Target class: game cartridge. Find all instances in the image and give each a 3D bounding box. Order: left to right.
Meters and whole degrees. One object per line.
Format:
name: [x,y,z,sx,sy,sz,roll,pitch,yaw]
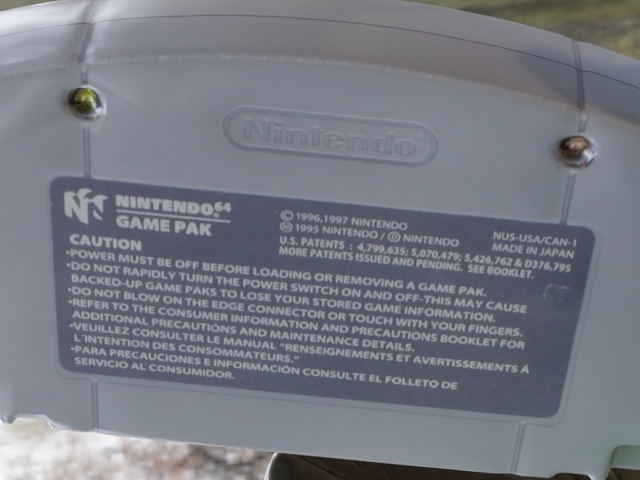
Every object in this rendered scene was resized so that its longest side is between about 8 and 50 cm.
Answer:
game cartridge: [0.000,0.000,0.616,0.060,0.294,0.196,-84,-1,-48]

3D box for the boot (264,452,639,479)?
boot: [0.086,0.264,1.284,0.138,0.377,0.284,55,136,36]
